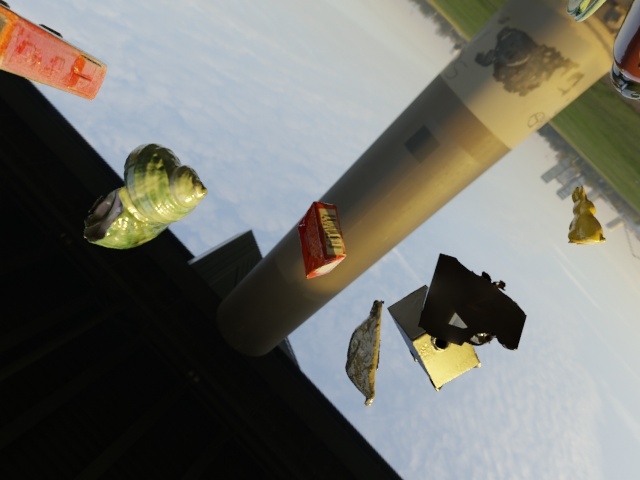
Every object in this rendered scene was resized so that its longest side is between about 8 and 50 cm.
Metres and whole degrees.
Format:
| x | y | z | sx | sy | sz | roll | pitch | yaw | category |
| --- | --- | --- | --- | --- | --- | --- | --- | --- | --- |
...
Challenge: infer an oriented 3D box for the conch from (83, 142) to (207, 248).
| x | y | z | sx | sy | sz | roll | pitch | yaw | category |
| --- | --- | --- | --- | --- | --- | --- | --- | --- | --- |
| -0.352 | -0.093 | 0.844 | 0.220 | 0.278 | 0.195 | -76 | -24 | -48 | conch |

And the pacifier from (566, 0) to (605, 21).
| x | y | z | sx | sy | sz | roll | pitch | yaw | category |
| --- | --- | --- | --- | --- | --- | --- | --- | --- | --- |
| 0.765 | -0.809 | 1.176 | 0.270 | 0.287 | 0.343 | 20 | 179 | 5 | pacifier |

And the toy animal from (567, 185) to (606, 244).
| x | y | z | sx | sy | sz | roll | pitch | yaw | category |
| --- | --- | --- | --- | --- | --- | --- | --- | --- | --- |
| 0.708 | -0.068 | 1.092 | 0.070 | 0.083 | 0.159 | 8 | -102 | -31 | toy animal |

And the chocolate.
| x | y | z | sx | sy | sz | roll | pitch | yaw | category |
| --- | --- | --- | --- | --- | --- | --- | --- | --- | --- |
| 0.000 | 0.000 | 1.568 | 0.108 | 0.234 | 0.237 | -4 | -111 | -21 | chocolate |

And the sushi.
| x | y | z | sx | sy | sz | roll | pitch | yaw | category |
| --- | --- | --- | --- | --- | --- | --- | --- | --- | --- |
| 0.294 | 0.129 | 0.811 | 0.172 | 0.152 | 0.150 | 17 | 176 | 13 | sushi |

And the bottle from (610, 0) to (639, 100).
| x | y | z | sx | sy | sz | roll | pitch | yaw | category |
| --- | --- | --- | --- | --- | --- | --- | --- | --- | --- |
| 0.529 | -0.326 | 0.597 | 0.143 | 0.144 | 0.336 | 58 | -166 | 20 | bottle |

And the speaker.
| x | y | z | sx | sy | sz | roll | pitch | yaw | category |
| --- | --- | --- | --- | --- | --- | --- | --- | --- | --- |
| 0.384 | 0.326 | 1.384 | 0.253 | 0.184 | 0.232 | 60 | 179 | -21 | speaker |

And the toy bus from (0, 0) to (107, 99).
| x | y | z | sx | sy | sz | roll | pitch | yaw | category |
| --- | --- | --- | --- | --- | --- | --- | --- | --- | --- |
| -0.301 | -0.198 | 0.434 | 0.077 | 0.064 | 0.192 | 28 | -173 | -7 | toy bus |

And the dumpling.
| x | y | z | sx | sy | sz | roll | pitch | yaw | category |
| --- | --- | --- | --- | --- | --- | --- | --- | --- | --- |
| 0.133 | 0.352 | 1.339 | 0.086 | 0.166 | 0.331 | 12 | -98 | -18 | dumpling |
